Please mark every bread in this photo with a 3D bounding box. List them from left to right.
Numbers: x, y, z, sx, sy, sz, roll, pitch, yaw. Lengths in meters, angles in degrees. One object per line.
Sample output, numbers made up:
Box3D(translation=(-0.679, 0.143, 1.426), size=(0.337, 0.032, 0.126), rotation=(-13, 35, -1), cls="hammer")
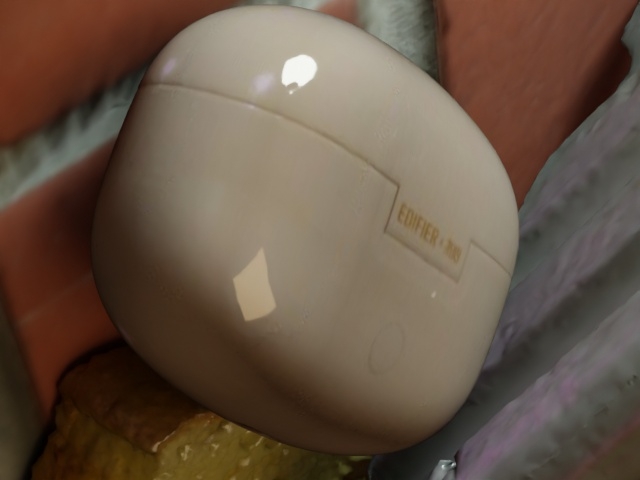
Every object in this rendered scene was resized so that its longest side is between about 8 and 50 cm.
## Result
Box3D(translation=(-0.036, 0.095, 0.780), size=(0.187, 0.065, 0.103), rotation=(14, 106, -54), cls="bread")

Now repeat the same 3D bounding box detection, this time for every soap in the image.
Box3D(translation=(0.120, 0.066, 0.806), size=(0.159, 0.257, 0.302), rotation=(36, 120, -19), cls="soap")

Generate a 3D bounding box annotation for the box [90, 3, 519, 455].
Box3D(translation=(0.000, 0.000, 0.680), size=(0.200, 0.088, 0.146), rotation=(33, 72, -54), cls="box")
